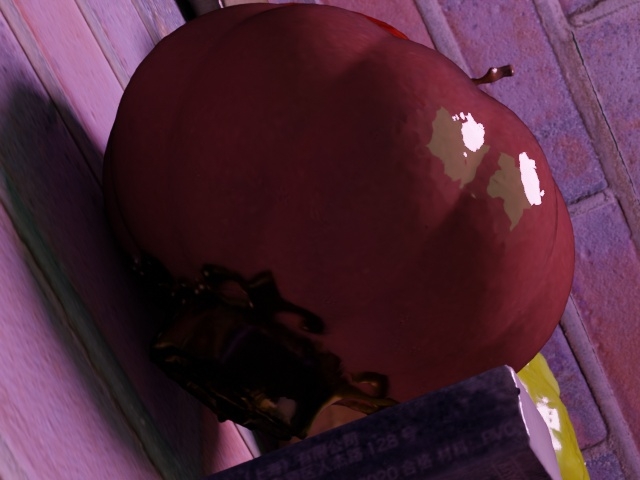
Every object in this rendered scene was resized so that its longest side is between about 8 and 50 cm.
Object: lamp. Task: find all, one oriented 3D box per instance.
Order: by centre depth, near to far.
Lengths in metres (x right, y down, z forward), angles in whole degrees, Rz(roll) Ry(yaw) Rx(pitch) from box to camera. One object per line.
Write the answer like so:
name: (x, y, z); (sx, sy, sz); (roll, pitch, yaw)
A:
lamp: (0.000, 0.000, 1.058); (0.305, 0.239, 0.305); (26, -18, 9)

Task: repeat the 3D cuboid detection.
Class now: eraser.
eraser: (0.013, 0.132, 0.865); (0.092, 0.213, 0.046); (53, 18, -58)

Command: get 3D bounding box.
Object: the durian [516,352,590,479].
durian: (0.125, 0.217, 1.439); (0.256, 0.204, 0.339); (92, -26, -79)

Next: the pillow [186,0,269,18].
pillow: (-0.088, -0.233, 1.733); (0.185, 0.075, 0.302); (-100, 166, -66)

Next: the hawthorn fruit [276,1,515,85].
hawthorn fruit: (0.035, -0.097, 1.456); (0.242, 0.272, 0.241); (-13, 90, -82)

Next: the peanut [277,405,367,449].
peanut: (0.005, 0.072, 1.279); (0.149, 0.149, 0.313); (7, 64, -81)
